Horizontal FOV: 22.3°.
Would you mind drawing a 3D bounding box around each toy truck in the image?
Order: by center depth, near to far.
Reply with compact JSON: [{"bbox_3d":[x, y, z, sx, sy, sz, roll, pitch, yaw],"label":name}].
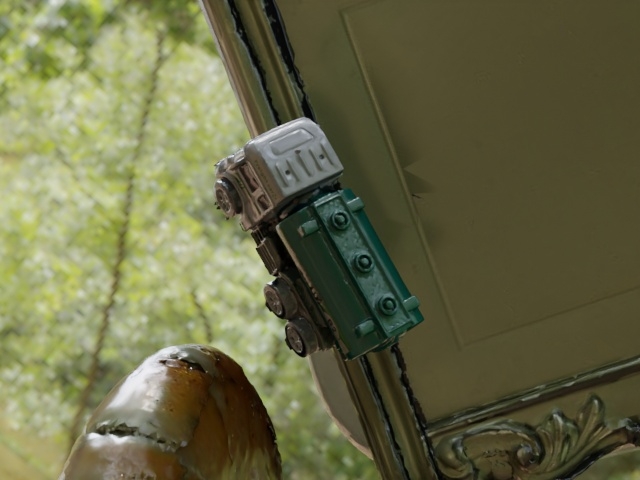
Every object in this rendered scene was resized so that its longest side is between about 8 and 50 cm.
[{"bbox_3d":[0.000,0.000,0.533,0.083,0.039,0.044,61,-27,6],"label":"toy truck"}]

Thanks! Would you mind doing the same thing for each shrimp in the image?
[{"bbox_3d":[-0.059,0.184,0.580,0.054,0.290,0.222,0,-48,17],"label":"shrimp"}]

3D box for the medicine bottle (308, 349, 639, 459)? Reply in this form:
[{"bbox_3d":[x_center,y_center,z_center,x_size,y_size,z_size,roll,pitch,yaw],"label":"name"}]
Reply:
[{"bbox_3d":[0.155,0.048,1.042,0.190,0.190,0.332,37,21,31],"label":"medicine bottle"}]

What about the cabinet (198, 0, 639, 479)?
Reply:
[{"bbox_3d":[0.149,-0.063,0.697,0.290,0.318,0.227,-76,146,-79],"label":"cabinet"}]
